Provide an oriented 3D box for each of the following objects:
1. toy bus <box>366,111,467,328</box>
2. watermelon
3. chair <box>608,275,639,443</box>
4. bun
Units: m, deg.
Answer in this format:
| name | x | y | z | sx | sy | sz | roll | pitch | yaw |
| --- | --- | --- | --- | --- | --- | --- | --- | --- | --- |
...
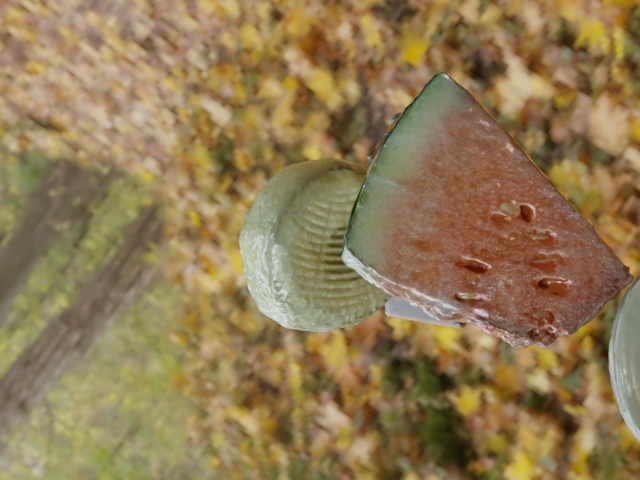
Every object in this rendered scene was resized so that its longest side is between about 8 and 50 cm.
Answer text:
| name | x | y | z | sx | sy | sz | roll | pitch | yaw |
| --- | --- | --- | --- | --- | --- | --- | --- | --- | --- |
| toy bus | 0.151 | -0.026 | 2.159 | 0.138 | 0.167 | 0.275 | 10 | 133 | 23 |
| watermelon | 0.155 | -0.006 | 1.435 | 0.257 | 0.193 | 0.140 | 34 | -177 | 5 |
| chair | 0.419 | 0.099 | 1.366 | 0.275 | 0.203 | 0.190 | -3 | 174 | -30 |
| bun | 0.000 | 0.000 | 1.669 | 0.195 | 0.195 | 0.118 | 41 | 167 | -31 |
